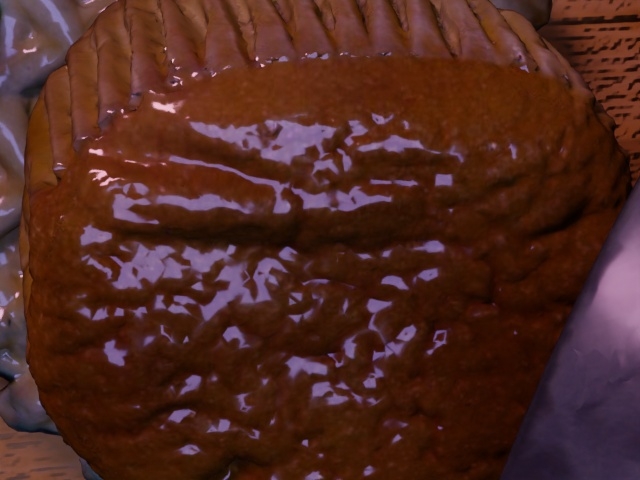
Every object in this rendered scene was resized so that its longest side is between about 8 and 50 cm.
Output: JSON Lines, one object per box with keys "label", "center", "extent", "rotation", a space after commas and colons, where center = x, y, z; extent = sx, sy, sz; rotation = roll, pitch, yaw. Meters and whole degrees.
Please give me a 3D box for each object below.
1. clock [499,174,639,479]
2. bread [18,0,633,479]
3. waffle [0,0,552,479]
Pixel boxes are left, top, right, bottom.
{"label": "clock", "center": [0.171, 0.067, 0.724], "extent": [0.076, 0.386, 0.386], "rotation": [25, 108, 21]}
{"label": "bread", "center": [0.000, 0.000, 0.702], "extent": [0.253, 0.142, 0.227], "rotation": [4, 116, -17]}
{"label": "waffle", "center": [-0.036, -0.022, 0.790], "extent": [0.292, 0.056, 0.309], "rotation": [8, 108, -15]}
